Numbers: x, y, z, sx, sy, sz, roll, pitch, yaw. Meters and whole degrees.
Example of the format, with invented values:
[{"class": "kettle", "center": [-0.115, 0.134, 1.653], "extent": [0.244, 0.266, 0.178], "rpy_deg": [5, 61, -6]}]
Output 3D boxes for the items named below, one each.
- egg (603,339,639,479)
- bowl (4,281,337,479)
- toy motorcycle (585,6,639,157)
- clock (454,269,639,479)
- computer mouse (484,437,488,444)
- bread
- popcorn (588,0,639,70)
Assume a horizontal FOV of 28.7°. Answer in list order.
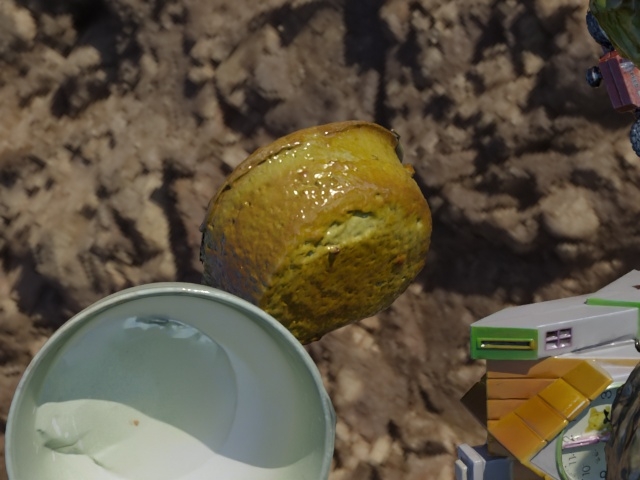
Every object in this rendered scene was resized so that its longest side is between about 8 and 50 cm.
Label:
[{"class": "egg", "center": [0.339, 0.169, 0.897], "extent": [0.279, 0.279, 0.310], "rpy_deg": [2, 31, 47]}, {"class": "bowl", "center": [-0.133, 0.159, 1.109], "extent": [0.277, 0.277, 0.145], "rpy_deg": [-54, 15, 3]}, {"class": "toy motorcycle", "center": [0.551, -0.285, 2.153], "extent": [0.089, 0.171, 0.298], "rpy_deg": [-13, 97, 62]}, {"class": "clock", "center": [0.288, 0.168, 1.288], "extent": [0.166, 0.309, 0.235], "rpy_deg": [-135, 39, -67]}, {"class": "computer mouse", "center": [0.298, 0.344, 1.823], "extent": [0.097, 0.159, 0.288], "rpy_deg": [3, 48, 37]}, {"class": "bread", "center": [0.003, -0.002, 1.838], "extent": [0.358, 0.337, 0.204], "rpy_deg": [-23, 56, -26]}, {"class": "popcorn", "center": [0.437, -0.270, 1.268], "extent": [0.321, 0.326, 0.290], "rpy_deg": [-12, 22, 32]}]
